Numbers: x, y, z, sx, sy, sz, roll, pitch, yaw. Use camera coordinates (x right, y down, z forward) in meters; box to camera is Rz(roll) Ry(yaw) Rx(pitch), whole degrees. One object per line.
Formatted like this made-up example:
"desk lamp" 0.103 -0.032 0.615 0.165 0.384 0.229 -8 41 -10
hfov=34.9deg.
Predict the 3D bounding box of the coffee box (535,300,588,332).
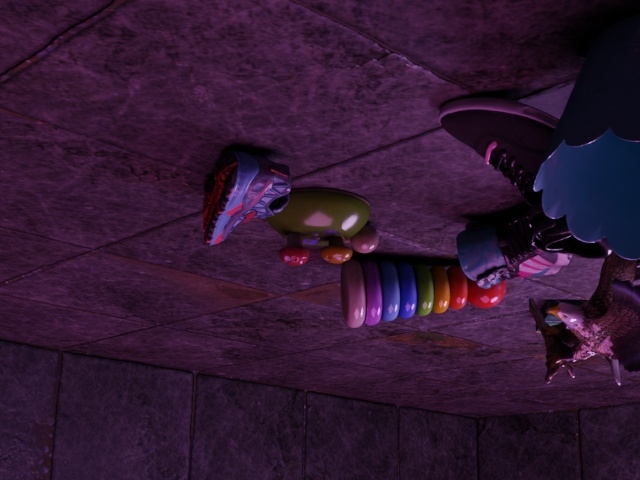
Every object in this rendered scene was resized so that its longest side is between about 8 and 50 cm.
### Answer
"coffee box" 0.580 0.183 2.425 0.113 0.041 0.184 1 163 2

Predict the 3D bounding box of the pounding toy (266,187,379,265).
"pounding toy" 0.000 0.000 1.757 0.182 0.110 0.237 -3 162 15

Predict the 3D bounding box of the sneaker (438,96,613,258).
"sneaker" 0.271 -0.076 1.305 0.295 0.147 0.104 24 162 10

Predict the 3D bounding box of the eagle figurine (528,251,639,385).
"eagle figurine" 0.486 0.122 1.739 0.225 0.226 0.298 -19 157 -50

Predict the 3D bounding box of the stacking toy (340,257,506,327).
"stacking toy" 0.210 0.097 2.058 0.330 0.141 0.141 -3 164 -7

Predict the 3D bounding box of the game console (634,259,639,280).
"game console" 0.672 0.016 1.877 0.213 0.044 0.361 13 158 -31

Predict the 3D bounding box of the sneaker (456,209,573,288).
"sneaker" 0.324 0.003 1.740 0.178 0.124 0.295 -9 163 2

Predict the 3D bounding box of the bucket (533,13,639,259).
"bucket" 0.393 -0.108 1.132 0.281 0.183 0.281 19 157 8

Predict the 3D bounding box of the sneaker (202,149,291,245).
"sneaker" -0.114 -0.055 1.601 0.125 0.104 0.262 4 163 -16
